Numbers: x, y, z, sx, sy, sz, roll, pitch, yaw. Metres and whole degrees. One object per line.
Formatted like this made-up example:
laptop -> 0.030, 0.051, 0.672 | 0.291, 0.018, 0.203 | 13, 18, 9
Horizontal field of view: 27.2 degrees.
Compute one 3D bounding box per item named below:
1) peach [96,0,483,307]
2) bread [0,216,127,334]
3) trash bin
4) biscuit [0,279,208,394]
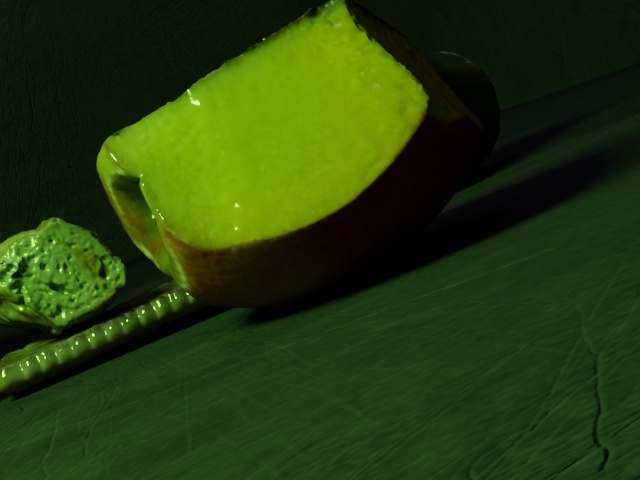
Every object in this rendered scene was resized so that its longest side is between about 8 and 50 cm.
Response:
peach -> -0.003, -0.074, 1.321 | 0.380, 0.242, 0.306 | -36, -13, -13
bread -> -0.331, 0.049, 1.586 | 0.152, 0.130, 0.268 | 13, -9, -19
trash bin -> 0.128, -0.161, 1.938 | 0.252, 0.203, 0.301 | 23, 23, 21
biscuit -> -0.223, 0.095, 1.537 | 0.325, 0.044, 0.217 | -25, 3, -11
